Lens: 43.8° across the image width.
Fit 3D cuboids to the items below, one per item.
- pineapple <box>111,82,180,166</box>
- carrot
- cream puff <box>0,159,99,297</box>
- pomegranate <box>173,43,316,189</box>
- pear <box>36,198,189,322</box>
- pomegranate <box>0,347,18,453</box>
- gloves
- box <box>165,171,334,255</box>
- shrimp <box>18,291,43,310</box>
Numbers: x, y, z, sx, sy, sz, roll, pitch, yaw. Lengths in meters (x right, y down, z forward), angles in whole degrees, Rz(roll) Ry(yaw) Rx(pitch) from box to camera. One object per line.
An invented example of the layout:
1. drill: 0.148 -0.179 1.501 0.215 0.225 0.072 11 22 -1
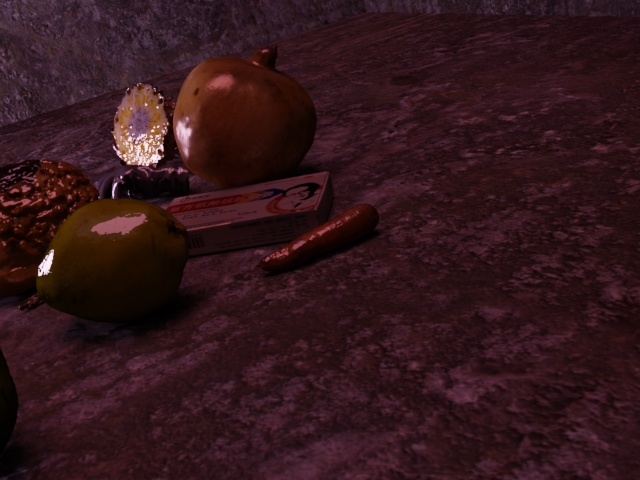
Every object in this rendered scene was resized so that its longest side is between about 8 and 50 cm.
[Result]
1. pineapple: -0.386 -0.291 2.172 0.262 0.263 0.271 7 7 40
2. carrot: 0.000 0.000 1.415 0.247 0.059 0.059 -26 25 -19
3. cream puff: -0.611 -0.041 1.641 0.327 0.231 0.343 3 28 28
4. pomegranate: -0.170 -0.277 1.777 0.342 0.343 0.342 -12 23 5
5. pear: -0.348 0.035 1.336 0.269 0.212 0.212 -24 20 15
6. pomegranate: -0.527 0.201 1.035 0.284 0.285 0.341 -15 -3 -2
7. gloves: -0.449 -0.130 1.937 0.285 0.119 0.142 -19 -8 -3
8. box: -0.158 -0.050 1.611 0.353 0.069 0.214 -7 23 12
9. shrimp: -0.510 0.106 1.503 0.083 0.023 0.114 11 29 41
